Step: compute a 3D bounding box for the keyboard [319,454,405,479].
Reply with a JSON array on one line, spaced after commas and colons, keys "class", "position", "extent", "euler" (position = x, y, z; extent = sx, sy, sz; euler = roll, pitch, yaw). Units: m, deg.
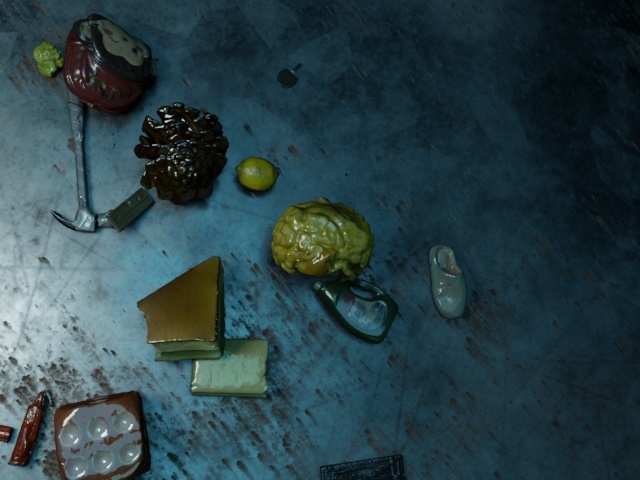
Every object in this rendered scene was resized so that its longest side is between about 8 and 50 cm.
[{"class": "keyboard", "position": [0.101, 0.550, 1.554], "extent": [0.204, 0.013, 0.061], "euler": [-4, 79, -14]}]

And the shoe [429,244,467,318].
[{"class": "shoe", "position": [0.329, 0.100, 1.677], "extent": [0.079, 0.078, 0.195], "euler": [-6, 75, -15]}]

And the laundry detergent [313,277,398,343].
[{"class": "laundry detergent", "position": [0.081, 0.152, 1.616], "extent": [0.210, 0.063, 0.137], "euler": [32, 69, -2]}]

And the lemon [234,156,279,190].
[{"class": "lemon", "position": [-0.158, -0.165, 1.620], "extent": [0.110, 0.082, 0.082], "euler": [10, 75, -18]}]

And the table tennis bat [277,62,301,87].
[{"class": "table tennis bat", "position": [-0.079, -0.437, 1.738], "extent": [0.050, 0.007, 0.083], "euler": [39, 74, -2]}]

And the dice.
[{"class": "dice", "position": [-0.453, 0.412, 1.371], "extent": [0.174, 0.179, 0.174], "euler": [-8, 80, -12]}]

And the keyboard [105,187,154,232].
[{"class": "keyboard", "position": [-0.443, -0.072, 1.537], "extent": [0.049, 0.015, 0.129], "euler": [53, 45, -16]}]

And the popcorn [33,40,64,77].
[{"class": "popcorn", "position": [-0.655, -0.434, 1.578], "extent": [0.068, 0.059, 0.083], "euler": [-2, 102, -42]}]

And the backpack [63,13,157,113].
[{"class": "backpack", "position": [-0.506, -0.405, 1.554], "extent": [0.229, 0.138, 0.230], "euler": [15, 69, -43]}]

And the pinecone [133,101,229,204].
[{"class": "pinecone", "position": [-0.323, -0.210, 1.538], "extent": [0.228, 0.202, 0.201], "euler": [-36, 63, 2]}]

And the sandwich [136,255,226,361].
[{"class": "sandwich", "position": [-0.310, 0.152, 1.487], "extent": [0.185, 0.108, 0.220], "euler": [-2, 56, 0]}]

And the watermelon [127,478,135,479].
[{"class": "watermelon", "position": [-0.424, 0.566, 1.394], "extent": [0.155, 0.080, 0.101], "euler": [-36, 100, 3]}]

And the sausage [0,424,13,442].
[{"class": "sausage", "position": [-0.718, 0.397, 1.387], "extent": [0.129, 0.034, 0.034], "euler": [16, 75, -10]}]

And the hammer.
[{"class": "hammer", "position": [-0.563, -0.226, 1.562], "extent": [0.152, 0.044, 0.427], "euler": [-4, 77, -13]}]

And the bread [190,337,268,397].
[{"class": "bread", "position": [-0.208, 0.292, 1.515], "extent": [0.178, 0.060, 0.140], "euler": [3, 77, -12]}]

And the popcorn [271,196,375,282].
[{"class": "popcorn", "position": [0.000, 0.000, 1.557], "extent": [0.250, 0.250, 0.190], "euler": [20, 108, -8]}]

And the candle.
[{"class": "candle", "position": [-0.613, 0.399, 1.403], "extent": [0.048, 0.053, 0.162], "euler": [18, 72, -14]}]
